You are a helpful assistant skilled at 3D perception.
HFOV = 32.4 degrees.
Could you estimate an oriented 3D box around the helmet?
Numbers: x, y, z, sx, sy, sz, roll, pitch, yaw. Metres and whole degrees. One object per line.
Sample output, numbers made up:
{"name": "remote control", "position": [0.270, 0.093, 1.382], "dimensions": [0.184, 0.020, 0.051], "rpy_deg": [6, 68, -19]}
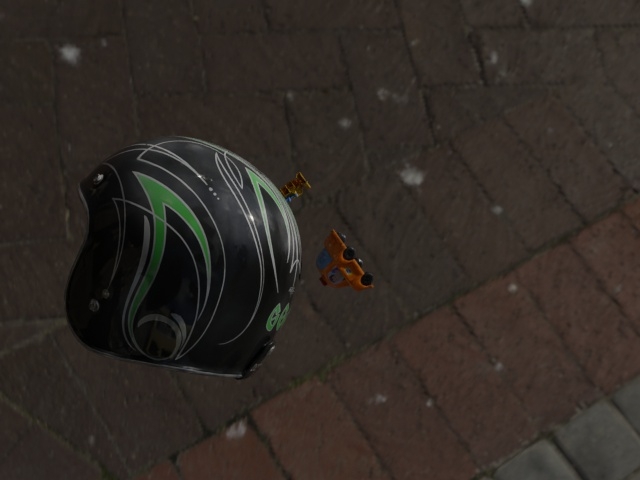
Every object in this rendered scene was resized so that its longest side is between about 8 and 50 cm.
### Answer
{"name": "helmet", "position": [-0.097, 0.008, 0.793], "dimensions": [0.169, 0.169, 0.161], "rpy_deg": [12, 89, -6]}

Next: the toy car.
{"name": "toy car", "position": [0.000, 0.000, 0.966], "dimensions": [0.040, 0.060, 0.122], "rpy_deg": [-35, 48, 0]}
